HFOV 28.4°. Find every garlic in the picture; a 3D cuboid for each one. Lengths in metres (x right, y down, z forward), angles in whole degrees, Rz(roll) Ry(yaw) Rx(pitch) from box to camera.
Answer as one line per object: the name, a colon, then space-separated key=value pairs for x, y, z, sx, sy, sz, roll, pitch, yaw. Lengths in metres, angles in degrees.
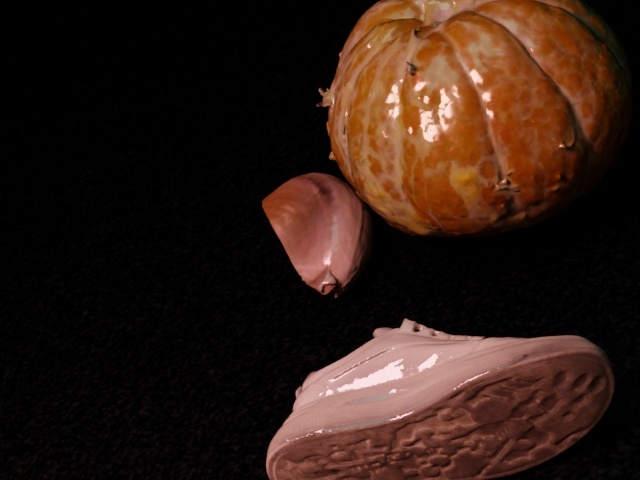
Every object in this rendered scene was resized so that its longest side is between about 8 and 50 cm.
garlic: x=0.008 y=-0.013 z=1.406 sx=0.101 sy=0.087 sz=0.195 roll=-39 pitch=40 yaw=5

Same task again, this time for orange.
orange: x=0.165 y=-0.150 z=1.341 sx=0.329 sy=0.249 sz=0.329 roll=-18 pitch=38 yaw=15

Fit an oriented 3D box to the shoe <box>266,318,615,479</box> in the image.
shoe: x=0.101 y=0.132 z=1.151 sx=0.316 sy=0.124 sz=0.159 roll=-18 pitch=31 yaw=10
